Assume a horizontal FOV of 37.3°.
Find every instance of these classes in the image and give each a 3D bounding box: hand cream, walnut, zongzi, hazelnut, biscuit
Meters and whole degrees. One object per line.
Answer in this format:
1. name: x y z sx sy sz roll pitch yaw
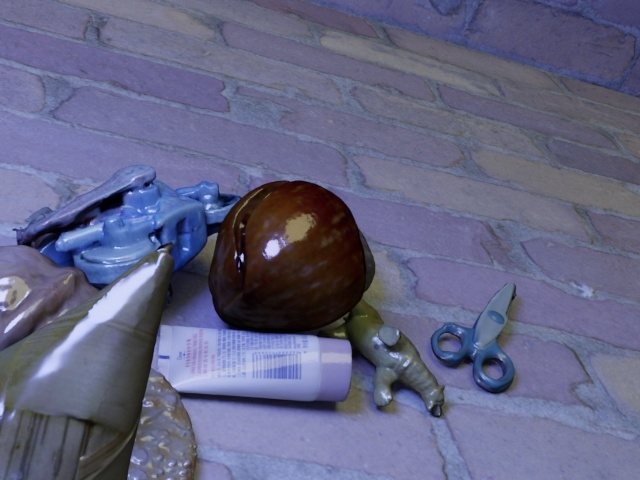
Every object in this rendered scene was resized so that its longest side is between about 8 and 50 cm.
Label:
1. hand cream: -0.086 0.160 1.213 0.248 0.083 0.133 6 29 -7
2. walnut: -0.313 0.113 0.980 0.224 0.224 0.224 17 30 -10
3. zongzi: -0.359 0.159 0.760 0.447 0.417 0.181 13 3 -12
4. hazelnut: -0.044 0.039 1.261 0.218 0.234 0.218 5 60 -8
5. biscuit: -0.205 0.241 1.022 0.141 0.038 0.290 25 31 3

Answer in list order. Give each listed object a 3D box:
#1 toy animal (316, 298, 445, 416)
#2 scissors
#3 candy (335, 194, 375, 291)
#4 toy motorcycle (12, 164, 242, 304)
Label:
1. toy animal: 0.089 0.156 1.328 0.219 0.103 0.101 40 10 36
2. scissors: 0.268 0.138 1.508 0.138 0.041 0.289 30 34 11
3. candy: 0.000 0.000 1.494 0.104 0.102 0.234 7 34 -24
4. toy motorcycle: -0.268 -0.029 1.277 0.241 0.182 0.319 30 29 14
